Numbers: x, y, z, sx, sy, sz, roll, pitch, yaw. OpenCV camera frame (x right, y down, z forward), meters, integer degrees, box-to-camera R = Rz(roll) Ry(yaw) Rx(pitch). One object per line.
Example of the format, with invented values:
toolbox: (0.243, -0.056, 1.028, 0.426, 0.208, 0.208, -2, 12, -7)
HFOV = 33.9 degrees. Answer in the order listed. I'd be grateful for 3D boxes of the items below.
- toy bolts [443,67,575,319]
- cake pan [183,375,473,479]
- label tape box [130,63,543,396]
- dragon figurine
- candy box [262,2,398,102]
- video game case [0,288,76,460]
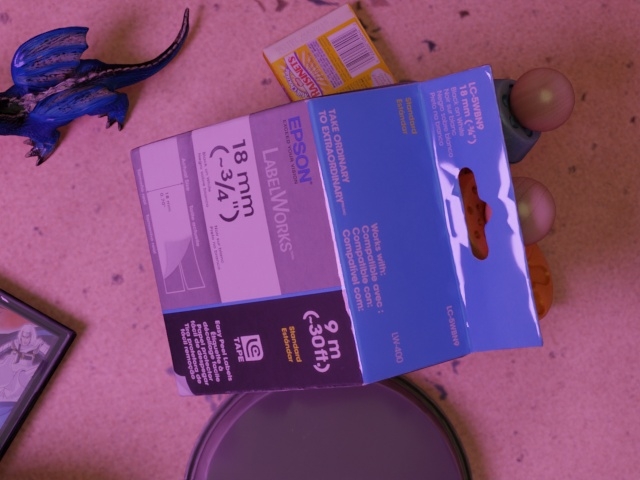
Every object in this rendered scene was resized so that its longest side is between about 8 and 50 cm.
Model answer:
toy bolts: (0.189, -0.046, 0.993, 0.218, 0.158, 0.229, 23, 57, -33)
cake pan: (0.011, 0.257, 1.016, 0.293, 0.054, 0.293, 1, 82, -5)
label tape box: (0.000, 0.000, 0.910, 0.333, 0.106, 0.241, -10, 92, 39)
dragon figurine: (-0.243, -0.147, 1.004, 0.289, 0.144, 0.085, -25, 85, -8)
candy box: (0.036, -0.133, 1.084, 0.105, 0.027, 0.206, -30, 85, -5)
video game case: (-0.418, 0.128, 1.008, 0.275, 0.035, 0.248, 30, 81, 0)
